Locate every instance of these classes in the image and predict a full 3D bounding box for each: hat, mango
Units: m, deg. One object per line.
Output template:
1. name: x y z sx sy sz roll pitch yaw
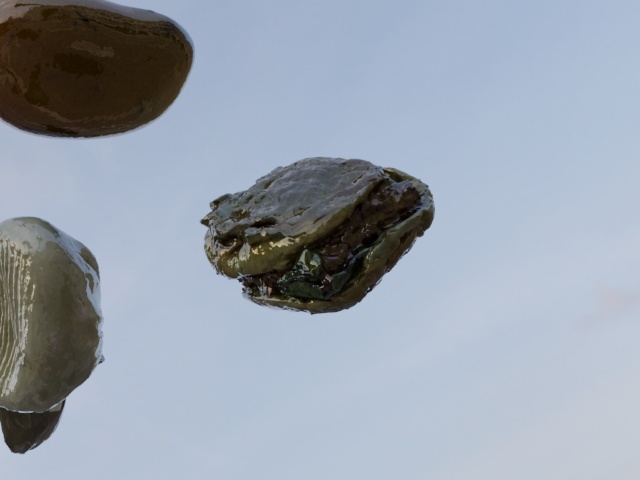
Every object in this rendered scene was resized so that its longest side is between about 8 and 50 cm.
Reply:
1. hat: -0.439 0.272 1.420 0.173 0.144 0.166 -11 4 -3
2. mango: -0.332 -0.245 1.181 0.317 0.173 0.212 -3 -63 -23

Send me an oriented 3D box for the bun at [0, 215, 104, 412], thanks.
1. bun: -0.325 0.084 0.976 0.133 0.231 0.231 -3 -39 -48

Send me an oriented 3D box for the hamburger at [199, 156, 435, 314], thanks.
1. hamburger: 0.000 0.000 0.802 0.183 0.206 0.130 -42 -56 -33
